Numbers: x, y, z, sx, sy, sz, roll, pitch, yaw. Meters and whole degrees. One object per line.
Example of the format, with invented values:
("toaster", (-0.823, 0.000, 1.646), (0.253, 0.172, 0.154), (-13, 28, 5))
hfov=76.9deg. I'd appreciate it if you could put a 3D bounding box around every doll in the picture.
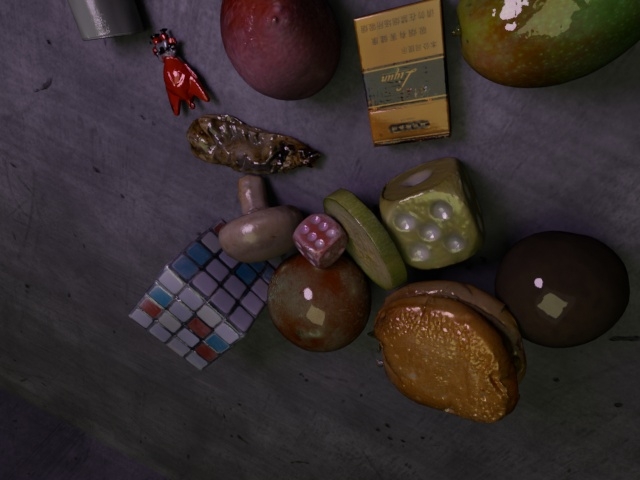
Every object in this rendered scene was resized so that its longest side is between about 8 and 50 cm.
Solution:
("doll", (-0.322, -0.374, 0.896), (0.109, 0.057, 0.169), (-11, 117, 28))

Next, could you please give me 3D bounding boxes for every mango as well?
("mango", (0.383, -0.363, 0.563), (0.381, 0.201, 0.225), (-25, 87, 20))

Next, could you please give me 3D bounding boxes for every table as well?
("table", (-0.455, -0.528, 0.806), (0.126, 0.126, 0.220), (2, 122, 19))

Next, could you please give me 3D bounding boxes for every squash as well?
("squash", (0.094, 0.000, 0.876), (0.048, 0.252, 0.252), (-34, 109, -8))

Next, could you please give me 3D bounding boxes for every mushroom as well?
("mushroom", (-0.135, -0.044, 0.958), (0.206, 0.206, 0.209), (11, 102, 13))

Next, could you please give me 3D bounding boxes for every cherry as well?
("cherry", (-0.080, -0.358, 0.713), (0.206, 0.239, 0.239), (-14, 115, 35))

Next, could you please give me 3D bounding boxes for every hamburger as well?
("hamburger", (0.251, 0.225, 0.833), (0.314, 0.170, 0.290), (1, 112, 39))

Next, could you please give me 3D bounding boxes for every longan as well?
("longan", (0.476, 0.098, 0.801), (0.248, 0.248, 0.248), (9, 123, 15))

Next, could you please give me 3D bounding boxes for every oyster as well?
("oyster", (-0.166, -0.216, 0.937), (0.344, 0.078, 0.129), (14, 116, 15))

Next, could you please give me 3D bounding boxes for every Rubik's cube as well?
("Rubik's cube", (-0.302, 0.146, 1.094), (0.259, 0.256, 0.253), (42, 125, -10))

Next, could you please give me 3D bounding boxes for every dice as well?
("dice", (0.000, 0.000, 0.903), (0.093, 0.094, 0.091), (41, 166, 24))
("dice", (0.229, -0.056, 0.827), (0.169, 0.166, 0.169), (-18, 113, 29))

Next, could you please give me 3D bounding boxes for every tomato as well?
("tomato", (-0.009, 0.159, 1.011), (0.270, 0.223, 0.270), (10, 126, 13))

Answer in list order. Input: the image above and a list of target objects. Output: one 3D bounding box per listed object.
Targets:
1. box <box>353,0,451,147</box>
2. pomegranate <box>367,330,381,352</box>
("box", (0.160, -0.307, 0.758), (0.152, 0.070, 0.237), (-2, 118, 21))
("pomegranate", (0.229, 0.247, 1.040), (0.148, 0.148, 0.169), (53, 148, -16))
